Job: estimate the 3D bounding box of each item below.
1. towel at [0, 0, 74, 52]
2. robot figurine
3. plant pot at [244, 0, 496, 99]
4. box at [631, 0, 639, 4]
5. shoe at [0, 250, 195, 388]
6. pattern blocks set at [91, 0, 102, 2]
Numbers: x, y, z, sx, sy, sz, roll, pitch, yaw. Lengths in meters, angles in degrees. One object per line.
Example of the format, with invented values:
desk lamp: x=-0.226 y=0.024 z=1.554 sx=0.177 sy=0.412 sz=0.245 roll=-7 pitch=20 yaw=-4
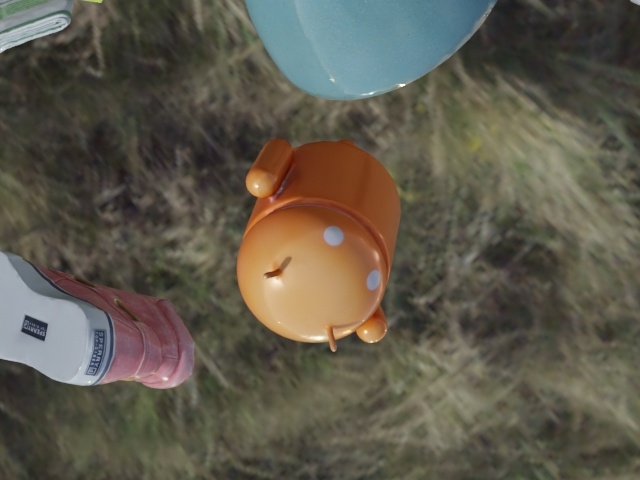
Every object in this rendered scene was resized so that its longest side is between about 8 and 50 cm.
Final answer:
towel: x=-0.328 y=-0.281 z=1.707 sx=0.113 sy=0.152 sz=0.023 roll=-15 pitch=130 yaw=16
robot figurine: x=0.002 y=0.001 z=1.226 sx=0.128 sy=0.219 sz=0.158 roll=8 pitch=123 yaw=5
plant pot: x=0.024 y=-0.319 z=1.499 sx=0.290 sy=0.290 sz=0.195 roll=-42 pitch=135 yaw=3
box: x=0.155 y=-0.180 z=0.524 sx=0.036 sy=0.114 sz=0.207 roll=-8 pitch=111 yaw=-14
shoe: x=-0.152 y=0.052 z=0.910 sx=0.081 sy=0.178 sz=0.063 roll=11 pitch=95 yaw=-39
pattern blocks set: x=-0.382 y=-0.380 z=1.797 sx=0.026 sy=0.285 sz=0.325 roll=-55 pitch=167 yaw=-36
